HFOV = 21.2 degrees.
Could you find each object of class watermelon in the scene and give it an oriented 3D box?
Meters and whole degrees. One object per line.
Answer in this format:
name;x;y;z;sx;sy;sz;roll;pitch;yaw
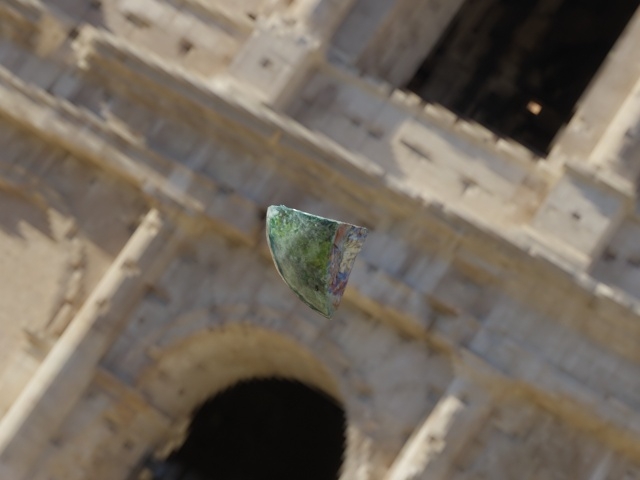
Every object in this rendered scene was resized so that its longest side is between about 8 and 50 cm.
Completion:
watermelon;0.000;0.000;1.083;0.085;0.061;0.085;50;-31;46
